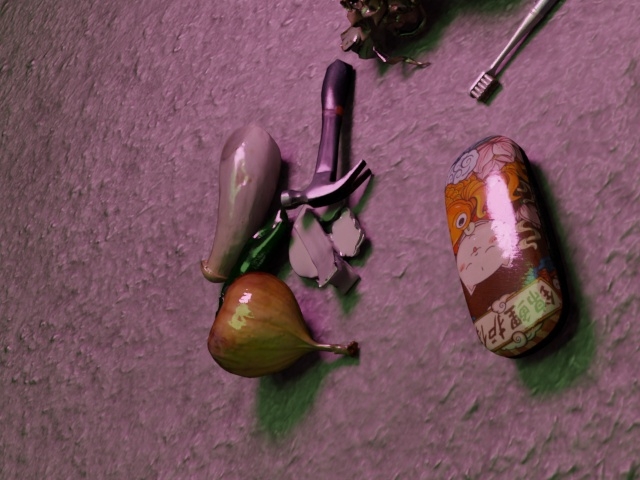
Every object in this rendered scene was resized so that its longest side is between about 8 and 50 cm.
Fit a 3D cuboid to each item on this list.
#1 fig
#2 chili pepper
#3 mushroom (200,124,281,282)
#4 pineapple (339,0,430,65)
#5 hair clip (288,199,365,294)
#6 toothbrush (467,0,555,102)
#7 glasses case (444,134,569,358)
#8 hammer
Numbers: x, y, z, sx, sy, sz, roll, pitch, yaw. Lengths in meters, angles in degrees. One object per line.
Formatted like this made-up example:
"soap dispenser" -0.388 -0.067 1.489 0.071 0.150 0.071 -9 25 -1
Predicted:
"fig" -0.068 0.133 1.741 0.231 0.143 0.160 8 67 53
"chili pepper" -0.108 0.041 1.916 0.224 0.061 0.098 -65 15 5
"mushroom" -0.135 -0.060 1.976 0.118 0.103 0.270 -13 60 67
"pineapple" 0.114 -0.409 1.836 0.262 0.262 0.271 -105 30 -43
"hair clip" 0.000 0.000 1.823 0.140 0.054 0.220 -54 34 20
"toothbrush" 0.318 -0.335 1.658 0.342 0.025 0.030 -53 44 14
"glasses case" 0.232 0.002 1.507 0.122 0.082 0.321 -35 45 30
"hammer" 0.022 -0.177 1.891 0.137 0.037 0.290 -8 53 23
